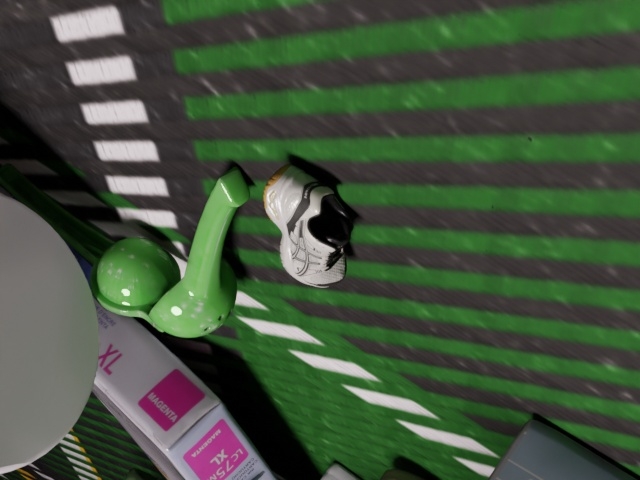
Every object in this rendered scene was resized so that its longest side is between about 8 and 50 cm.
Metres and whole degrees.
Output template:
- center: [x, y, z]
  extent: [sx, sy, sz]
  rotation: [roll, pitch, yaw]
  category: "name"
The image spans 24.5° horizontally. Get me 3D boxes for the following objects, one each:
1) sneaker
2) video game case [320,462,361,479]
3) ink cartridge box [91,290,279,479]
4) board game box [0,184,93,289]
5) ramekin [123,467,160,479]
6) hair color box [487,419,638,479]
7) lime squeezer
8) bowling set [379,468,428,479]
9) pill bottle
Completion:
- center: [0.000, 0.000, 0.707]
  extent: [0.037, 0.032, 0.083]
  rotation: [24, 157, 33]
  category: "sneaker"
- center: [0.111, 0.287, 1.159]
  extent: [0.285, 0.025, 0.204]
  rotation: [35, 160, 9]
  category: "video game case"
- center: [-0.093, 0.173, 1.162]
  extent: [0.186, 0.065, 0.311]
  rotation: [37, 162, 39]
  category: "ink cartridge box"
- center: [-0.283, -0.021, 1.126]
  extent: [0.165, 0.042, 0.243]
  rotation: [48, 158, -26]
  category: "board game box"
- center: [-0.101, 0.365, 1.420]
  extent: [0.303, 0.148, 0.303]
  rotation: [34, 172, 5]
  category: "ramekin"
- center: [0.053, 0.296, 0.762]
  extent: [0.114, 0.374, 0.185]
  rotation: [31, 159, 18]
  category: "hair color box"
- center: [-0.113, 0.008, 0.883]
  extent: [0.110, 0.059, 0.310]
  rotation: [48, 159, -27]
  category: "lime squeezer"
- center: [0.036, 0.310, 1.019]
  extent: [0.154, 0.200, 0.287]
  rotation: [33, 147, 6]
  category: "bowling set"
- center: [-0.319, 0.085, 0.970]
  extent: [0.363, 0.210, 0.210]
  rotation: [-17, 125, 45]
  category: "pill bottle"
